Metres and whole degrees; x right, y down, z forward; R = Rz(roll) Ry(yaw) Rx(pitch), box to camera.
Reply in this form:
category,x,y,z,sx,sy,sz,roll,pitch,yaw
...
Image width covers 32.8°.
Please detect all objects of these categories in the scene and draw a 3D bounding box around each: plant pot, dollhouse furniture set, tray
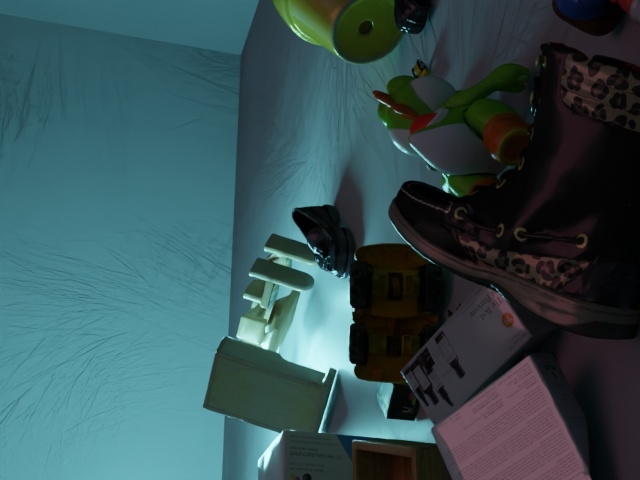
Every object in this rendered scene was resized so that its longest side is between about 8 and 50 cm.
category,x,y,z,sx,sy,sz,roll,pitch,yaw
plant pot,0.052,-0.482,2.194,0.239,0.254,0.254,-119,36,-45
dollhouse furniture set,-0.075,0.251,2.480,0.394,0.256,0.362,-63,-10,-62
tray,0.122,0.493,1.533,0.203,0.076,0.411,164,107,-66

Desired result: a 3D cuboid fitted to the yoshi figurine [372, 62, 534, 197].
category,x,y,z,sx,sy,sz,roll,pitch,yaw
yoshi figurine,0.218,-0.144,1.541,0.203,0.203,0.362,59,173,-34

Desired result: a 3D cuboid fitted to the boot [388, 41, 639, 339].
category,x,y,z,sx,sy,sz,roll,pitch,yaw
boot,0.241,-0.081,1.233,0.377,0.138,0.284,35,116,52

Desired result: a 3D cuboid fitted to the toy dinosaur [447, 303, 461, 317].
category,x,y,z,sx,sy,sz,roll,pitch,yaw
toy dinosaur,0.216,0.164,1.508,0.118,0.064,0.268,-118,34,-57

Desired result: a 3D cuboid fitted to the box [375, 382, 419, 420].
category,x,y,z,sx,sy,sz,roll,pitch,yaw
box,0.130,0.255,1.820,0.083,0.052,0.062,-117,36,-69

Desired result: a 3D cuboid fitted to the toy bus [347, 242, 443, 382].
category,x,y,z,sx,sy,sz,roll,pitch,yaw
toy bus,0.115,0.130,1.796,0.211,0.149,0.220,98,174,-78

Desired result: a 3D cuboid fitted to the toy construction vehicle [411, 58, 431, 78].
category,x,y,z,sx,sy,sz,roll,pitch,yaw
toy construction vehicle,0.180,-0.265,1.960,0.086,0.035,0.098,-61,26,31

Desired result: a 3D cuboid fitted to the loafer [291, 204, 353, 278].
category,x,y,z,sx,sy,sz,roll,pitch,yaw
loafer,0.000,0.000,2.408,0.302,0.095,0.109,-113,33,-65

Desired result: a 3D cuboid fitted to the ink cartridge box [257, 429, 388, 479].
category,x,y,z,sx,sy,sz,roll,pitch,yaw
ink cartridge box,0.003,0.496,1.903,0.197,0.198,0.270,121,152,-58

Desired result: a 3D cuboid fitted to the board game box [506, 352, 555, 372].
category,x,y,z,sx,sy,sz,roll,pitch,yaw
board game box,0.250,0.282,1.330,0.165,0.042,0.243,117,157,-53

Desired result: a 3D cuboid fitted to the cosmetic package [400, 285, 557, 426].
category,x,y,z,sx,sy,sz,roll,pitch,yaw
cosmetic package,0.201,0.143,1.415,0.099,0.060,0.239,56,138,22

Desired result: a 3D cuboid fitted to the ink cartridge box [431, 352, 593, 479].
category,x,y,z,sx,sy,sz,roll,pitch,yaw
ink cartridge box,0.237,0.268,1.234,0.181,0.056,0.224,-44,57,35

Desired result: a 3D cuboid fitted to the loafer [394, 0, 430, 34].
category,x,y,z,sx,sy,sz,roll,pitch,yaw
loafer,0.166,-0.486,2.049,0.078,0.076,0.223,122,148,-48

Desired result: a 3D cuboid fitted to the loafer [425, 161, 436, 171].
category,x,y,z,sx,sy,sz,roll,pitch,yaw
loafer,0.193,-0.179,1.827,0.039,0.045,0.125,-143,58,-82

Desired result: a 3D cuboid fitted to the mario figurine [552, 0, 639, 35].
category,x,y,z,sx,sy,sz,roll,pitch,yaw
mario figurine,0.355,-0.312,1.148,0.198,0.170,0.320,61,176,0
